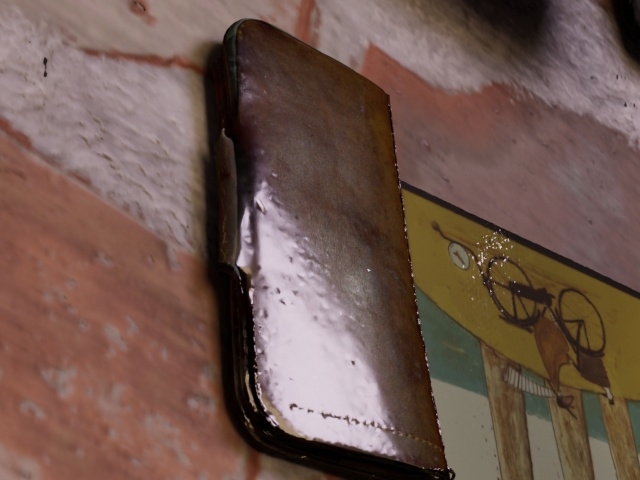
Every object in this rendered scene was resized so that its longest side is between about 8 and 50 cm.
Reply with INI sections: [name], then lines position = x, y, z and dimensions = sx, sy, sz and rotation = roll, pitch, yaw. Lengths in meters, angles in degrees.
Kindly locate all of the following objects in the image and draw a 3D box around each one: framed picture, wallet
[framed picture]
position = 0.138, 0.136, 1.021
dimensions = 0.244, 0.013, 0.323
rotation = 23, 47, -37
[wallet]
position = 0.000, 0.000, 0.948
dimensions = 0.137, 0.031, 0.255
rotation = 23, 47, -36

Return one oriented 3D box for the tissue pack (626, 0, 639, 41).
[tissue pack]
position = 0.362, -0.206, 1.445
dimensions = 0.332, 0.123, 0.245
rotation = 22, 46, -38
